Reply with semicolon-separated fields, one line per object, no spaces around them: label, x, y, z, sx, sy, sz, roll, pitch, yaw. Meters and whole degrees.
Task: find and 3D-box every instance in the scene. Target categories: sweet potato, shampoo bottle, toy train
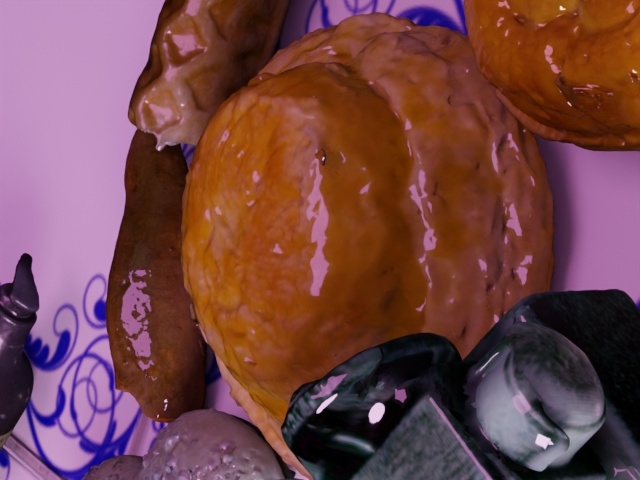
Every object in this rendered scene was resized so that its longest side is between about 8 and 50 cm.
sweet potato;-0.117;0.012;1.310;0.077;0.077;0.243;-18;70;46
shampoo bottle;-0.295;0.138;1.472;0.284;0.101;0.101;-56;44;24
toy train;0.065;0.158;0.927;0.299;0.238;0.167;-50;59;33

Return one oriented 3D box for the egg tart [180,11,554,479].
egg tart;0.000;0.000;1.135;0.319;0.128;0.319;-13;73;49

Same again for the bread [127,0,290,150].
bread;-0.057;-0.187;1.274;0.087;0.098;0.269;25;100;41

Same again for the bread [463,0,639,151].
bread;0.172;-0.145;0.969;0.236;0.120;0.198;0;82;51

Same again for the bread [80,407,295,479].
bread;-0.108;0.211;1.254;0.232;0.064;0.172;-27;64;45
